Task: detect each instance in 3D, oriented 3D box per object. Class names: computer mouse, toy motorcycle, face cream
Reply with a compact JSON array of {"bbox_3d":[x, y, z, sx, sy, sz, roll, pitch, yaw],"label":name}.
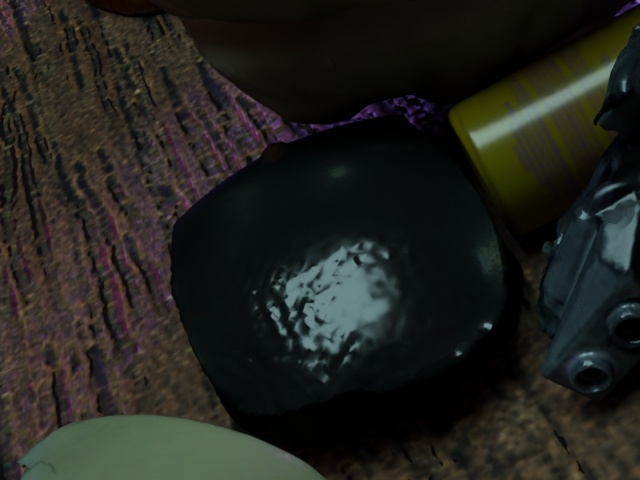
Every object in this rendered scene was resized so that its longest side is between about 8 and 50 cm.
[{"bbox_3d":[-0.002,-0.004,0.793,0.168,0.087,0.295,-28,30,0],"label":"computer mouse"},{"bbox_3d":[0.171,-0.034,0.607,0.270,0.106,0.159,-57,15,32],"label":"toy motorcycle"},{"bbox_3d":[0.201,-0.098,0.760,0.273,0.078,0.078,-29,32,5],"label":"face cream"}]

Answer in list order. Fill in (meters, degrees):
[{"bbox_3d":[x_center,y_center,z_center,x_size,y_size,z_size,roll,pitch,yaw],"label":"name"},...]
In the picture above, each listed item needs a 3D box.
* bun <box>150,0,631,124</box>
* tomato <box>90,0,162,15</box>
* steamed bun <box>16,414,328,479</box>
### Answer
[{"bbox_3d":[0.070,-0.189,0.843,0.365,0.219,0.365,-23,11,5],"label":"bun"},{"bbox_3d":[-0.103,-0.347,1.304,0.338,0.143,0.338,-23,35,17],"label":"tomato"},{"bbox_3d":[-0.085,0.170,0.527,0.200,0.170,0.225,-47,10,40],"label":"steamed bun"}]
